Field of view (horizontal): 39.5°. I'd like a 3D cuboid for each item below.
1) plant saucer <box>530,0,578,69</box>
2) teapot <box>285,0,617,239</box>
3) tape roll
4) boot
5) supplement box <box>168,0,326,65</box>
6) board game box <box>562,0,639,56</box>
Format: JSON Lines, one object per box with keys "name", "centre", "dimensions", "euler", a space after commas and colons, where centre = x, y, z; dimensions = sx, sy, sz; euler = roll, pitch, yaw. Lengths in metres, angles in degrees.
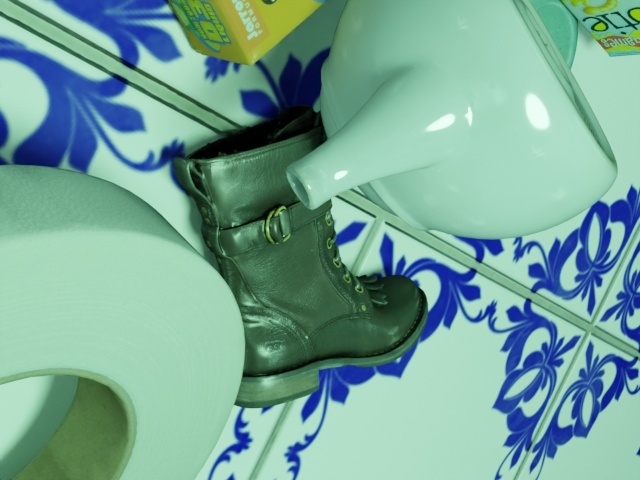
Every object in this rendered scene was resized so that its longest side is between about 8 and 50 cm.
{"name": "plant saucer", "centre": [0.208, -0.190, 0.889], "dimensions": [0.195, 0.037, 0.195], "euler": [-20, 121, -36]}
{"name": "teapot", "centre": [0.087, -0.098, 0.666], "dimensions": [0.187, 0.252, 0.256], "euler": [-30, 138, 22]}
{"name": "tape roll", "centre": [-0.220, 0.135, 0.536], "dimensions": [0.392, 0.072, 0.392], "euler": [-32, 146, -25]}
{"name": "boot", "centre": [0.000, 0.000, 0.750], "dimensions": [0.263, 0.091, 0.229], "euler": [-21, 115, -44]}
{"name": "supplement box", "centre": [-0.005, -0.226, 0.640], "dimensions": [0.233, 0.080, 0.078], "euler": [-44, 132, -17]}
{"name": "board game box", "centre": [0.291, -0.296, 0.819], "dimensions": [0.275, 0.142, 0.144], "euler": [25, 74, -47]}
